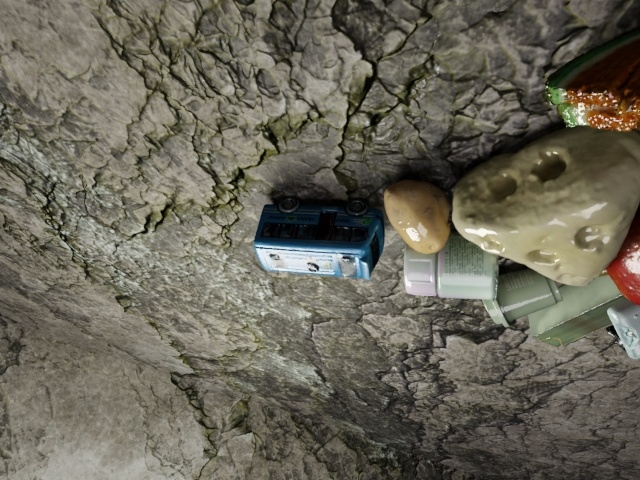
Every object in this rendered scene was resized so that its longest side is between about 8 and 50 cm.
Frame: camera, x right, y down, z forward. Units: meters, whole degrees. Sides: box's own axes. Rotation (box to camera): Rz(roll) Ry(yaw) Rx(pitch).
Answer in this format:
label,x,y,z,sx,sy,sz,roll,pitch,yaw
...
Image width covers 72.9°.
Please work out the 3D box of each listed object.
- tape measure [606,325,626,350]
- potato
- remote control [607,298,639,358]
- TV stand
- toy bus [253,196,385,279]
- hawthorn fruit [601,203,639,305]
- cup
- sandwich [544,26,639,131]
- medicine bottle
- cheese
label,x,y,z,sx,sy,sz,roll,pitch,yaw
tape measure,0.725,0.160,0.855,0.223,0.135,0.202,17,133,-8
potato,0.177,-0.046,0.770,0.112,0.112,0.147,-20,112,36
remote control,0.652,0.100,0.736,0.293,0.051,0.103,-28,92,7
TV stand,0.559,0.127,0.893,0.083,0.088,0.269,21,142,-13
toy bus,0.000,0.000,0.862,0.246,0.134,0.113,4,142,14
hawthorn fruit,0.541,0.023,0.672,0.230,0.210,0.266,36,143,-16
cup,0.416,0.107,0.903,0.141,0.120,0.120,-27,129,24
sandwich,0.404,-0.188,0.490,0.235,0.159,0.079,-26,125,15
medicine bottle,0.253,0.048,0.847,0.168,0.135,0.135,-1,141,17
cheese,0.345,-0.065,0.648,0.251,0.173,0.248,18,144,2
